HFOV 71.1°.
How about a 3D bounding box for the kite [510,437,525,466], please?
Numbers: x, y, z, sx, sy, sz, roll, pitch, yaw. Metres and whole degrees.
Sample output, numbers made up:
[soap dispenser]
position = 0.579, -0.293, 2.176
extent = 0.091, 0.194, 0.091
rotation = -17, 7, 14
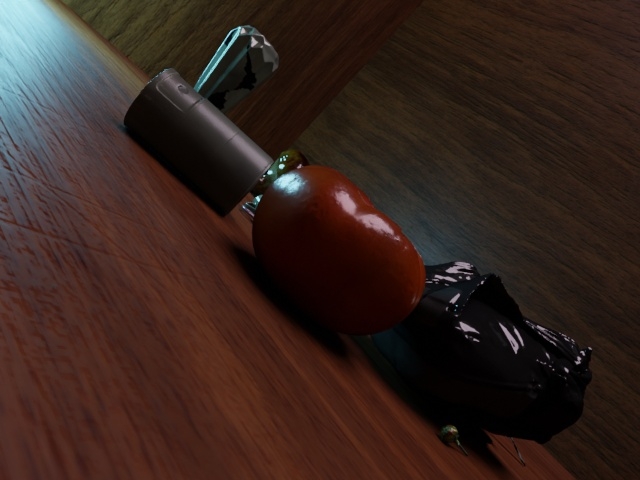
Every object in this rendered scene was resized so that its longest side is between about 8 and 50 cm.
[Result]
[kite]
position = 0.439, 0.407, 1.127
extent = 0.314, 0.011, 0.335
rotation = 65, 16, 8

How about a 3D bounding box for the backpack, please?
[backpack]
position = 0.265, 0.180, 0.813
extent = 0.445, 0.255, 0.363
rotation = 25, 6, -39

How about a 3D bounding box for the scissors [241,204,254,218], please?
[scissors]
position = -0.116, -0.025, 0.927
extent = 0.085, 0.022, 0.176
rotation = 45, -2, -33

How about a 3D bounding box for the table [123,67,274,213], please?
[table]
position = -0.200, -0.161, 0.754
extent = 0.220, 0.126, 0.126
rotation = 41, 3, -12

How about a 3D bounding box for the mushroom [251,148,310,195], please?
[mushroom]
position = -0.127, -0.190, 1.560
extent = 0.254, 0.267, 0.267
rotation = 15, -9, 23

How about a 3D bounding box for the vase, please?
[vase]
position = -0.286, -0.442, 1.291
extent = 0.165, 0.360, 0.165
rotation = 44, 3, -3

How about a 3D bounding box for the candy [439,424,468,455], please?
[candy]
position = 0.194, 0.291, 0.640
extent = 0.023, 0.025, 0.083
rotation = 0, -44, 43

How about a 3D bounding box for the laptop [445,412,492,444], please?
[laptop]
position = 0.272, 0.347, 0.899
extent = 0.135, 0.016, 0.197
rotation = 44, 2, 41

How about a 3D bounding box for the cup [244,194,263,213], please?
[cup]
position = -0.136, -0.076, 1.075
extent = 0.075, 0.054, 0.083
rotation = 42, 5, -35

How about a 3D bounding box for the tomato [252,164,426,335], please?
[tomato]
position = 0.022, 0.018, 0.623
extent = 0.260, 0.180, 0.260
rotation = 41, 6, -6
